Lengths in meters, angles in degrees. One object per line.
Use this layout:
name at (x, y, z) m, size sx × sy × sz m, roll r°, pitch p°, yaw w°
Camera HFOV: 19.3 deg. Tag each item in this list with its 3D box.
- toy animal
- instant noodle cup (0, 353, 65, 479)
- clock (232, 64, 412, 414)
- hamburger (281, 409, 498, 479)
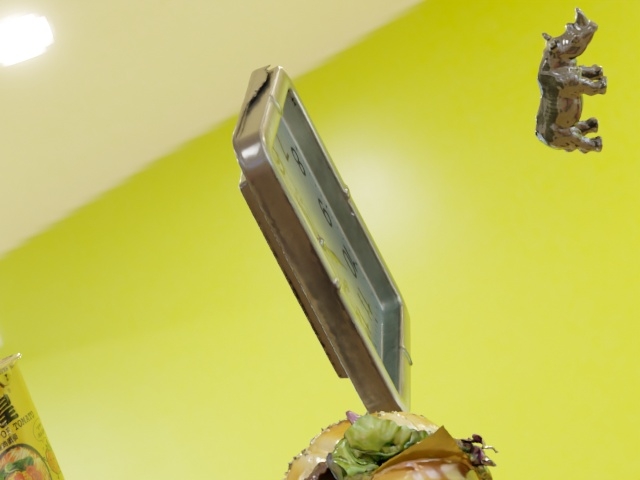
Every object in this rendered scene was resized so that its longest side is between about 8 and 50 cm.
toy animal at (0.230, -0.147, 1.727) m, size 0.065 × 0.047 × 0.135 m, roll 0°, pitch -66°, yaw -5°
instant noodle cup at (-0.311, 0.204, 1.655) m, size 0.182 × 0.144 × 0.182 m, roll -28°, pitch 4°, yaw 2°
clock at (-0.001, 0.000, 1.604) m, size 0.049 × 0.279 × 0.273 m, roll -24°, pitch 15°, yaw 10°
hamburger at (0.038, 0.177, 1.272) m, size 0.164 × 0.093 × 0.189 m, roll -24°, pitch -41°, yaw -9°
